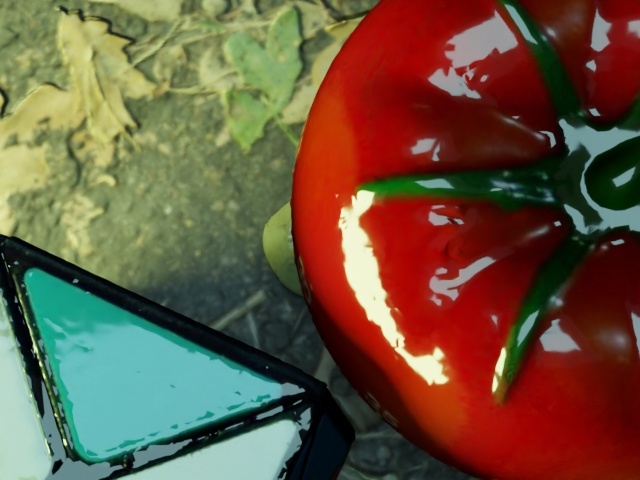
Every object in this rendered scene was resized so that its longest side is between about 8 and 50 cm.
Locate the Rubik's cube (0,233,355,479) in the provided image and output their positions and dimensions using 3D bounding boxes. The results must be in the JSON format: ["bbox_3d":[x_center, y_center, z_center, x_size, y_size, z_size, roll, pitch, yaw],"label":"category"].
[{"bbox_3d":[-0.141,0.172,1.048,0.250,0.248,0.246,24,79,9],"label":"Rubik's cube"}]

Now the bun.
[{"bbox_3d":[0.000,0.000,1.177,0.086,0.055,0.086,-1,76,2],"label":"bun"}]

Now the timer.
[{"bbox_3d":[0.168,-0.019,1.056,0.378,0.279,0.377,1,80,-3],"label":"timer"}]
